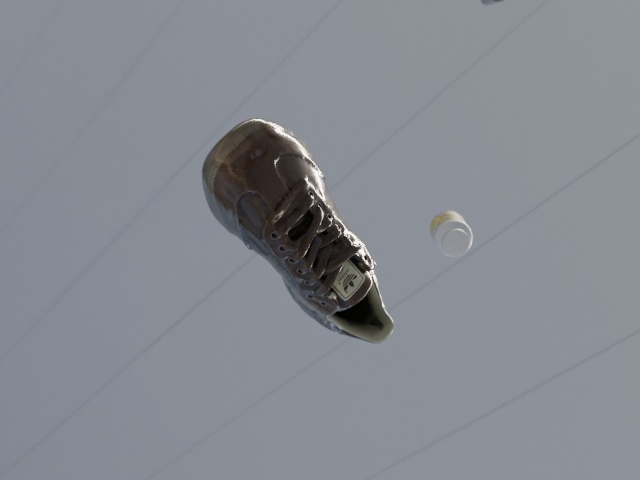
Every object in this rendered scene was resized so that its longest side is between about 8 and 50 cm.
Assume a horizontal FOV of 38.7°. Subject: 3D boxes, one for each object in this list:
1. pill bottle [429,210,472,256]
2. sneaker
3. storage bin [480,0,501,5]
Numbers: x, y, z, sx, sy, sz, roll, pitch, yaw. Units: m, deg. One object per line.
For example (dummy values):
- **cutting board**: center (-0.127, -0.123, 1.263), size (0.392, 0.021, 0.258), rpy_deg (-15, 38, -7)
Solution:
- **pill bottle**: center (0.151, -0.006, 1.049), size (0.043, 0.083, 0.043), rpy_deg (0, -77, 0)
- **sneaker**: center (0.000, 0.000, 0.523), size (0.071, 0.188, 0.066), rpy_deg (37, -99, 32)
- **storage bin**: center (0.143, -0.211, 0.586), size (0.135, 0.098, 0.091), rpy_deg (-18, -80, 5)
